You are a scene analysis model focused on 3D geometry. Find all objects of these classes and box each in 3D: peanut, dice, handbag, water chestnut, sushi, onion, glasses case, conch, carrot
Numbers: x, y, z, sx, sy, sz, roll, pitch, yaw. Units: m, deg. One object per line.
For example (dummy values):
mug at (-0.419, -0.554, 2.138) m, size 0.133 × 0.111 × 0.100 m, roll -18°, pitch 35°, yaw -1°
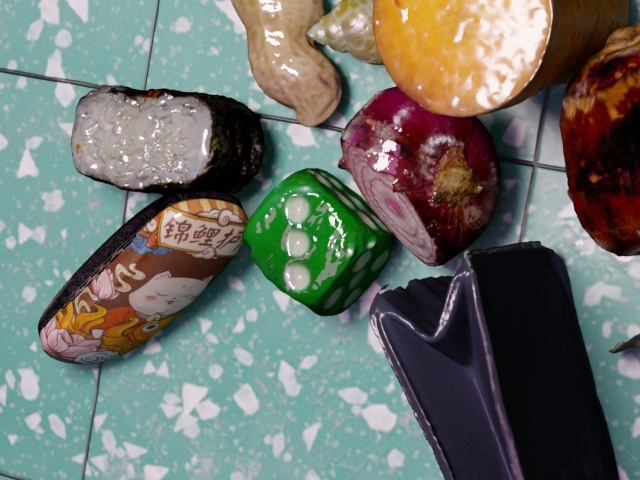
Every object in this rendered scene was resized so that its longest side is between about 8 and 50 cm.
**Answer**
peanut at (-0.040, -0.237, 1.921) m, size 0.104 × 0.085 × 0.228 m, roll -15°, pitch 86°, yaw 13°
dice at (0.000, 0.000, 1.881) m, size 0.128 × 0.131 × 0.120 m, roll 43°, pitch 105°, yaw 19°
handbag at (0.190, 0.175, 1.702) m, size 0.122 × 0.303 × 0.329 m, roll -20°, pitch 84°, yaw 24°
water chestnut at (0.379, -0.099, 1.656) m, size 0.289 × 0.244 × 0.289 m, roll -6°, pitch 58°, yaw 9°
sushi at (-0.173, -0.111, 1.955) m, size 0.225 × 0.127 × 0.124 m, roll 4°, pitch 89°, yaw 34°
onion at (0.098, -0.084, 1.837) m, size 0.140 × 0.218 × 0.195 m, roll -47°, pitch 115°, yaw -9°
glasses case at (-0.207, 0.045, 1.947) m, size 0.321 × 0.122 × 0.082 m, roll -42°, pitch 51°, yaw 34°
conch at (0.095, -0.235, 1.853) m, size 0.173 × 0.106 × 0.116 m, roll 33°, pitch 123°, yaw 6°
carrot at (0.195, -0.215, 1.716) m, size 0.196 × 0.254 × 0.196 m, roll 2°, pitch 93°, yaw 32°

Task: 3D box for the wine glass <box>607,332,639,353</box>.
wine glass at (0.406, 0.195, 1.736) m, size 0.074 × 0.074 × 0.262 m, roll -43°, pitch 75°, yaw 19°
